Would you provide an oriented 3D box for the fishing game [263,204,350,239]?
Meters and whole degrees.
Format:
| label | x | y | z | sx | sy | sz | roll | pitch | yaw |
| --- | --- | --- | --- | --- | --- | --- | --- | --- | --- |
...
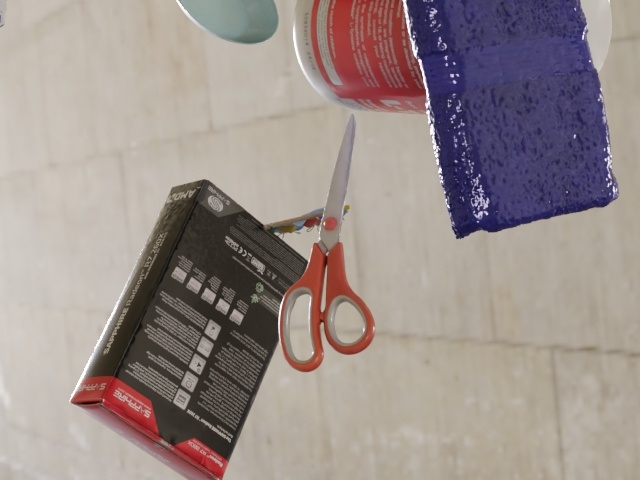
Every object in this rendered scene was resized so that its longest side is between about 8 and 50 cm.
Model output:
| label | x | y | z | sx | sy | sz | roll | pitch | yaw |
| --- | --- | --- | --- | --- | --- | --- | --- | --- | --- |
| fishing game | -0.045 | -0.016 | 2.303 | 0.189 | 0.041 | 0.264 | -13 | -1 | -22 |

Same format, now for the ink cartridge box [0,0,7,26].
| label | x | y | z | sx | sy | sz | roll | pitch | yaw |
| --- | --- | --- | --- | --- | --- | --- | --- | --- | --- |
| ink cartridge box | -0.345 | -0.224 | 1.257 | 0.206 | 0.045 | 0.208 | -31 | -19 | -35 |

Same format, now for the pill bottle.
| label | x | y | z | sx | sy | sz | roll | pitch | yaw |
| --- | --- | --- | --- | --- | --- | --- | --- | --- | --- |
| pill bottle | 0.167 | -0.276 | 1.938 | 0.229 | 0.229 | 0.408 | -7 | 10 | -37 |

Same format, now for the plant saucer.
| label | x | y | z | sx | sy | sz | roll | pitch | yaw |
| --- | --- | --- | --- | --- | --- | --- | --- | --- | --- |
| plant saucer | -0.155 | -0.364 | 2.288 | 0.195 | 0.195 | 0.037 | -7 | -30 | -43 |

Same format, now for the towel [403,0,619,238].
| label | x | y | z | sx | sy | sz | roll | pitch | yaw |
| --- | --- | --- | --- | --- | --- | --- | --- | --- | --- |
| towel | 0.202 | -0.169 | 1.638 | 0.228 | 0.308 | 0.076 | -12 | 0 | -28 |

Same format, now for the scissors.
| label | x | y | z | sx | sy | sz | roll | pitch | yaw |
| --- | --- | --- | --- | --- | --- | --- | --- | --- | --- |
| scissors | 0.000 | 0.000 | 1.664 | 0.109 | 0.297 | 0.021 | -11 | -22 | 18 |

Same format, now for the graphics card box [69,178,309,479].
| label | x | y | z | sx | sy | sz | roll | pitch | yaw |
| --- | --- | --- | --- | --- | --- | --- | --- | --- | --- |
| graphics card box | -0.176 | 0.127 | 2.120 | 0.233 | 0.371 | 0.094 | 38 | -29 | -30 |
